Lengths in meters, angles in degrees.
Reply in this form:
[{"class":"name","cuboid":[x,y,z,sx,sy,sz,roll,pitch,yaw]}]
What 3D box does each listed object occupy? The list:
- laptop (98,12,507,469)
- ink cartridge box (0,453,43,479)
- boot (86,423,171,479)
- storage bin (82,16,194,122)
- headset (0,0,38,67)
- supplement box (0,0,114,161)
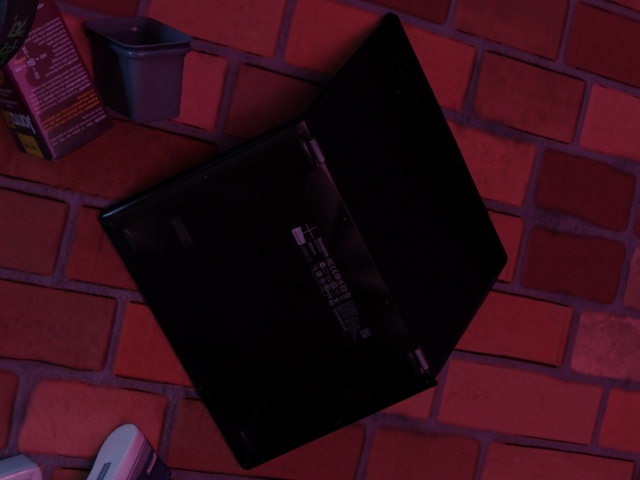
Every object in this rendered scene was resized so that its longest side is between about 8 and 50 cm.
[{"class":"laptop","cuboid":[0.000,0.000,1.949,0.407,0.236,0.382,-25,112,5]},{"class":"ink cartridge box","cuboid":[-0.403,0.399,1.740,0.238,0.060,0.275,-14,105,-28]},{"class":"boot","cuboid":[-0.231,0.305,1.798,0.086,0.069,0.190,54,47,-29]},{"class":"storage bin","cuboid":[-0.194,-0.187,1.741,0.098,0.135,0.091,-10,114,-30]},{"class":"headset","cuboid":[-0.431,-0.326,1.514,0.185,0.243,0.394,-25,81,-53]},{"class":"supplement box","cuboid":[-0.307,-0.186,1.680,0.080,0.104,0.188,-33,113,-23]}]
